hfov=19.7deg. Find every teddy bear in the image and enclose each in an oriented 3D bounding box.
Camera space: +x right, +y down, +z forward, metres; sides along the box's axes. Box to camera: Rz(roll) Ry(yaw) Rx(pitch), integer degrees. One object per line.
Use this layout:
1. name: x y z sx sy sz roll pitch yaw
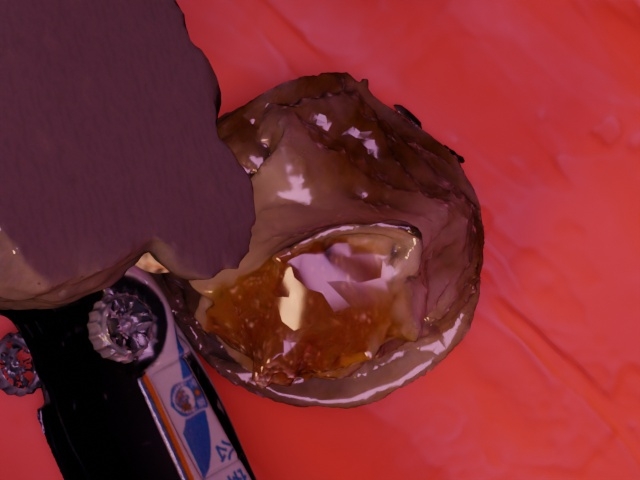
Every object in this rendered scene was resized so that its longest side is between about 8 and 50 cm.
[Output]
1. teddy bear: -0.155 -0.060 0.657 0.144 0.251 0.171 -42 123 -40

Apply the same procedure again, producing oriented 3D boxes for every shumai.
1. shumai: 0.002 0.003 0.706 0.145 0.116 0.145 0 91 -4

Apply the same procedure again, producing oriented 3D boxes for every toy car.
1. toy car: -0.067 0.084 0.721 0.056 0.095 0.205 -25 93 -38
